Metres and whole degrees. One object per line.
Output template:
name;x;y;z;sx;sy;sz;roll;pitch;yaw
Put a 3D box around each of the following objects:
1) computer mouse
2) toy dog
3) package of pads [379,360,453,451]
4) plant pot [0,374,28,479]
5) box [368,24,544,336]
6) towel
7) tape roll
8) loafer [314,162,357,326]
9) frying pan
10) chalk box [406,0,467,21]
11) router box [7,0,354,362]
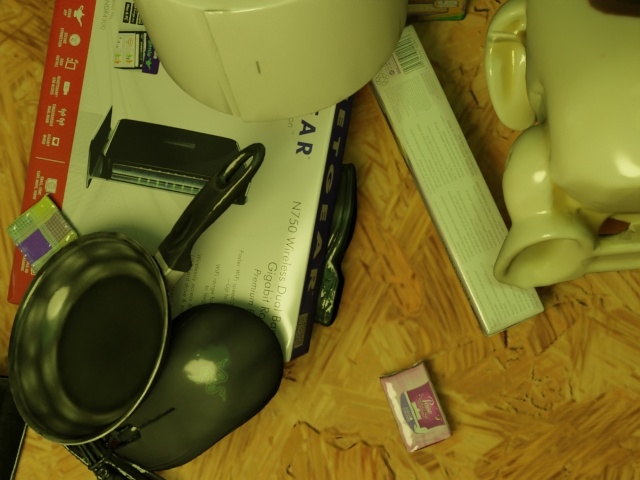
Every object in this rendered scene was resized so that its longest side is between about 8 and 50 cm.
computer mouse;-0.146;0.167;1.059;0.188;0.072;0.272;47;117;-5
toy dog;0.262;-0.197;0.998;0.284;0.395;0.408;-8;69;16
package of pads;0.097;0.169;1.134;0.050;0.032;0.083;-22;83;2
plant pot;-0.414;0.206;1.093;0.166;0.188;0.188;12;84;18
box;0.131;-0.061;1.144;0.067;0.063;0.324;-25;83;1
towel;-0.265;0.004;1.089;0.060;0.009;0.083;-36;83;12
tape roll;-0.049;-0.250;0.963;0.246;0.169;0.246;-3;65;6
loafer;0.000;0.000;1.146;0.061;0.062;0.170;12;83;8
frying pan;-0.178;0.033;1.021;0.197;0.053;0.326;29;91;37
chalk box;0.045;-0.303;1.142;0.212;0.132;0.133;-1;84;2
router box;-0.133;-0.076;1.106;0.301;0.082;0.336;10;93;13
